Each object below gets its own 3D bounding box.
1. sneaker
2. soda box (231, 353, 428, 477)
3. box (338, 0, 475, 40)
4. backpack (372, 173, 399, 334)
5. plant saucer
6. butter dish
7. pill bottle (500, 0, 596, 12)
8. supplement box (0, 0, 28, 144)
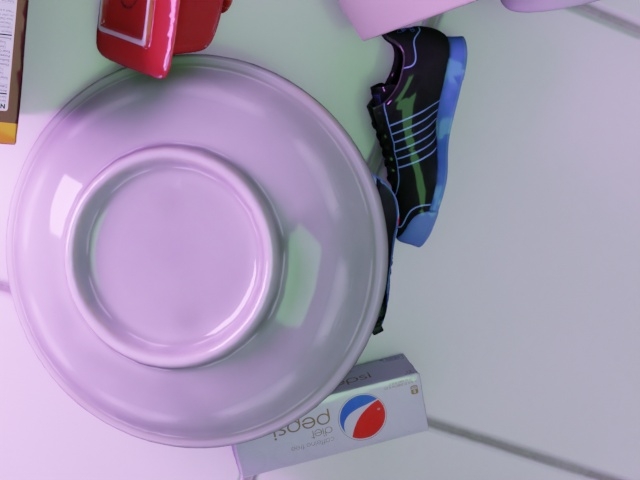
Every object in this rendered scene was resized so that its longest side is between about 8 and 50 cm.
[{"bbox_3d":[0.090,-0.112,1.492,0.090,0.081,0.232,8,95,-11],"label":"sneaker"},{"bbox_3d":[0.005,0.193,1.553,0.216,0.069,0.074,-13,107,-7],"label":"soda box"},{"bbox_3d":[0.135,-0.286,1.347,0.113,0.275,0.094,-47,113,-37],"label":"box"},{"bbox_3d":[0.000,0.000,1.477,0.158,0.117,0.173,5,103,-13],"label":"backpack"},{"bbox_3d":[-0.137,0.015,1.385,0.400,0.100,0.400,1,94,11],"label":"plant saucer"},{"bbox_3d":[-0.141,-0.246,1.386,0.118,0.160,0.159,-2,106,-35],"label":"butter dish"},{"bbox_3d":[0.231,-0.375,1.411,0.153,0.153,0.264,-16,106,-7],"label":"pill bottle"},{"bbox_3d":[-0.341,-0.204,1.316,0.129,0.191,0.194,5,102,-13],"label":"supplement box"}]
